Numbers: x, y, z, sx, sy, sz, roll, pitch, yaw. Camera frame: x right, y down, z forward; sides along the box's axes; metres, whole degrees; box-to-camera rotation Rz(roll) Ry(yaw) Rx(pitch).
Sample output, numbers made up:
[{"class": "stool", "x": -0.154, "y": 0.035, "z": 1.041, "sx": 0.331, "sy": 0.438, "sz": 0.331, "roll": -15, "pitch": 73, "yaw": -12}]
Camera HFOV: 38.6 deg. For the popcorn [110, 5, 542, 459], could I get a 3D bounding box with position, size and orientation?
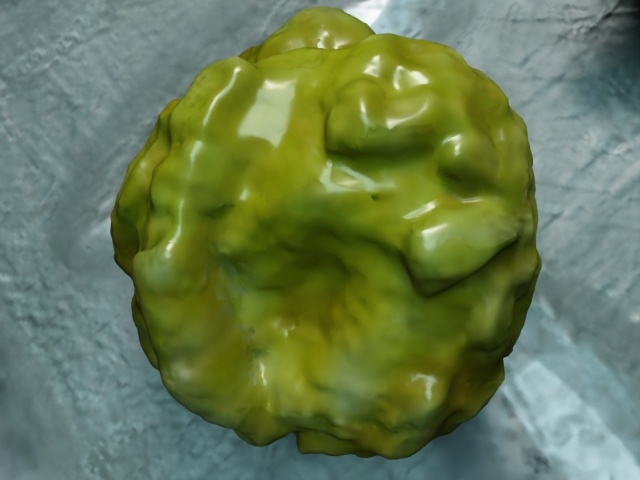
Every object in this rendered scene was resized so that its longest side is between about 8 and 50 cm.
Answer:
[{"class": "popcorn", "x": 0.003, "y": -0.001, "z": 0.401, "sx": 0.198, "sy": 0.155, "sz": 0.197, "roll": 2, "pitch": 107, "yaw": 7}]
